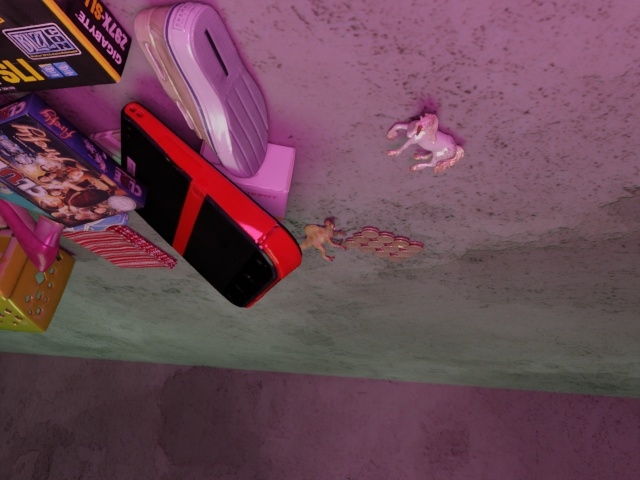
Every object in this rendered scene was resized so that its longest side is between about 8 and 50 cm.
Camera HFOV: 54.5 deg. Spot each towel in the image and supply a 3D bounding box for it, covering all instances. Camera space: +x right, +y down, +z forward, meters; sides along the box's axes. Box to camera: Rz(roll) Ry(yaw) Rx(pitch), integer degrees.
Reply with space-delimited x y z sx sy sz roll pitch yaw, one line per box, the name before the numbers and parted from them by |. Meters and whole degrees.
towel | -0.367 -0.160 1.106 0.151 0.023 0.113 -6 156 25
towel | -0.513 0.014 1.546 0.198 0.031 0.275 -2 155 24

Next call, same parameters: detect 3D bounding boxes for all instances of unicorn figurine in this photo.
unicorn figurine | 0.152 -0.148 0.917 0.161 0.060 0.111 6 163 -39

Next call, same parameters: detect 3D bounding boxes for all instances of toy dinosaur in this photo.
toy dinosaur | 0.000 0.000 1.332 0.092 0.053 0.183 34 142 -17

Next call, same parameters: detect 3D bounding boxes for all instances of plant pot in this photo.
plant pot | -0.807 0.088 1.585 0.227 0.228 0.207 4 151 12

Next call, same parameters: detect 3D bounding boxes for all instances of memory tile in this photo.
memory tile | 0.136 0.010 1.335 0.147 0.012 0.113 18 155 -20

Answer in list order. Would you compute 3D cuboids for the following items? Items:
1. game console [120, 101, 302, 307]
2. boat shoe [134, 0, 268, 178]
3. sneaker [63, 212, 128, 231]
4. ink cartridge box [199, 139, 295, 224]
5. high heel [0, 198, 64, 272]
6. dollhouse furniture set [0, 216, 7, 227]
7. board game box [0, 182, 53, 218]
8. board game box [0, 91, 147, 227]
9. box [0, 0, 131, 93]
game console | -0.203 -0.036 1.055 0.342 0.060 0.386 45 156 -1
boat shoe | -0.150 -0.201 0.853 0.094 0.109 0.302 16 152 22
sneaker | -0.506 -0.046 1.336 0.211 0.080 0.081 -4 152 29
ink cartridge box | -0.133 -0.088 1.095 0.154 0.093 0.212 9 158 -3
high heel | -0.648 -0.033 1.302 0.244 0.117 0.082 26 -172 7
dollhouse furniture set | -0.888 -0.109 1.262 0.355 0.174 0.303 -10 169 5
board game box | -0.573 -0.151 1.081 0.336 0.079 0.253 27 157 -35
board game box | -0.410 -0.111 0.956 0.164 0.042 0.243 -13 146 23
box | -0.438 -0.287 0.757 0.321 0.080 0.257 0 158 18
